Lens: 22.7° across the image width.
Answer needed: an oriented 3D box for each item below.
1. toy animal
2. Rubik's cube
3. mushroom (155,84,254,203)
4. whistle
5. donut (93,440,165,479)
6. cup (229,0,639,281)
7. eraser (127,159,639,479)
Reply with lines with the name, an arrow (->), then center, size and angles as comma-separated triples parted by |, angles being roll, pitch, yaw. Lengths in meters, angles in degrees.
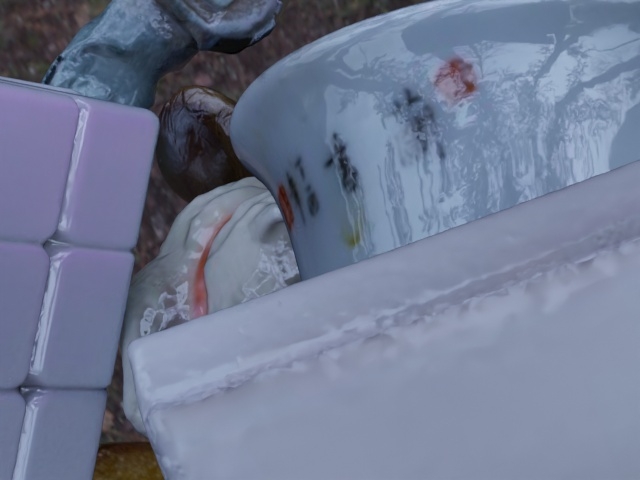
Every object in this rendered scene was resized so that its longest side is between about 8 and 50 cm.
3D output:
toy animal -> 0.000, 0.031, 1.247 | 0.188, 0.308, 0.266 | -55, 34, 25
Rubik's cube -> -0.351, 0.018, 1.130 | 0.322, 0.319, 0.316 | 13, 94, 39
mushroom -> -0.101, -0.080, 1.434 | 0.123, 0.123, 0.052 | 20, 40, 19
whistle -> -0.160, -0.236, 1.631 | 0.348, 0.189, 0.189 | -46, 64, 4
donut -> -0.115, 0.349, 1.291 | 0.377, 0.163, 0.435 | 37, 33, -5
cup -> 0.124, -0.006, 0.953 | 0.347, 0.347, 0.163 | -7, 73, 7
eraser -> 0.070, 0.073, 0.692 | 0.270, 0.174, 0.095 | -19, 38, 1
